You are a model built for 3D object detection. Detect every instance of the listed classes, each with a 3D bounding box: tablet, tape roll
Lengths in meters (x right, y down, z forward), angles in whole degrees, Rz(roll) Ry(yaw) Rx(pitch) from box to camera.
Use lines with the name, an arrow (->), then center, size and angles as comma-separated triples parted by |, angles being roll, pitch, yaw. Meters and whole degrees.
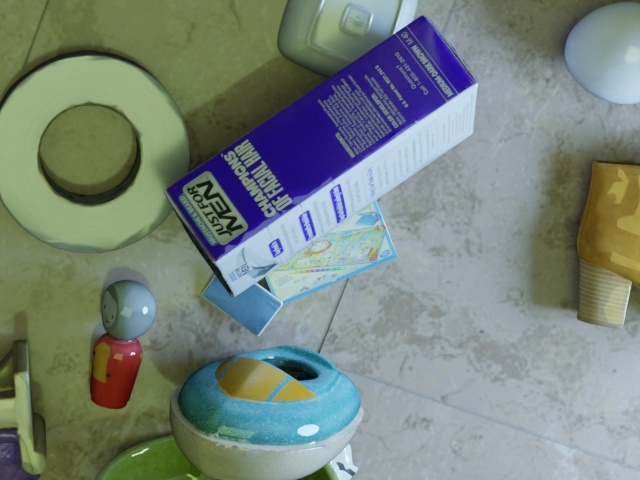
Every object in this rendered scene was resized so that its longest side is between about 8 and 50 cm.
tablet -> -0.090, 0.067, 2.009 | 0.083, 0.006, 0.054 | 36, 110, -2
tape roll -> -0.256, -0.099, 1.929 | 0.219, 0.072, 0.219 | -2, 101, -10

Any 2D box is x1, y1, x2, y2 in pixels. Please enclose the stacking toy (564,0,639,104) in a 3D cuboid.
stacking toy -> 0.518, -0.203, 1.972 | 0.480, 0.350, 0.350 | 1, 101, 9

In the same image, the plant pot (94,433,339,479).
plant pot -> -0.116, 0.388, 1.971 | 0.276, 0.276, 0.254 | -3, 113, -9

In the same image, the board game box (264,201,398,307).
board game box -> 0.000, 0.000, 2.016 | 0.154, 0.026, 0.103 | -22, 104, -5

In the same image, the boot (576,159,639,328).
boot -> 0.449, 0.008, 2.057 | 0.295, 0.104, 0.211 | 7, 100, -7

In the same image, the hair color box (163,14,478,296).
hair color box -> 0.005, -0.088, 1.901 | 0.339, 0.185, 0.110 | -36, 77, -5

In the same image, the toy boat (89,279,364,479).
toy boat -> -0.116, 0.155, 1.936 | 0.318, 0.267, 0.148 | 19, 106, 19

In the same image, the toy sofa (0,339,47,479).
toy sofa -> -0.485, 0.226, 1.912 | 0.362, 0.150, 0.177 | -5, 100, -9

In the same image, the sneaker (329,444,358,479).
sneaker -> 0.009, 0.239, 2.063 | 0.044, 0.040, 0.109 | -26, 101, -34

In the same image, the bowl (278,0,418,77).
bowl -> 0.035, -0.249, 1.961 | 0.142, 0.053, 0.142 | 20, 96, -12
